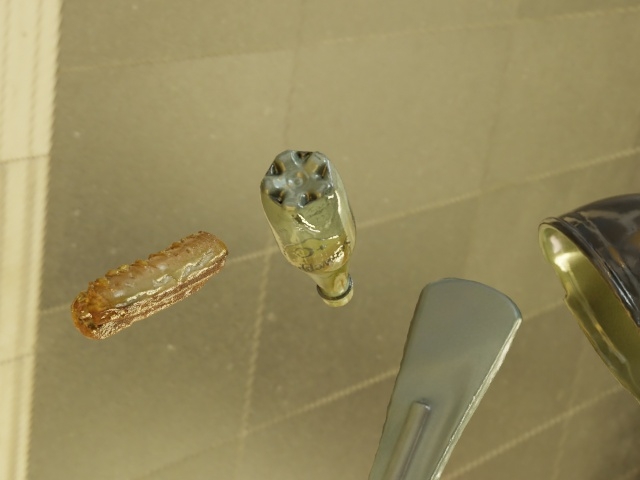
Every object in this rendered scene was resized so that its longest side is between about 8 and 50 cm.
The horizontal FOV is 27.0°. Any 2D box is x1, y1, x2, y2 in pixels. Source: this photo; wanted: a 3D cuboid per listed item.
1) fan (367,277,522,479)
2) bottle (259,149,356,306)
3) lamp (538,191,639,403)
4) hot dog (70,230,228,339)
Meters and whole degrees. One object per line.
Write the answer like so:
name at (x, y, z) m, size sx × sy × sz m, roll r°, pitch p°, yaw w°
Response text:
fan at (0.034, 0.150, 0.675) m, size 0.023 × 0.057 × 0.282 m, roll 52°, pitch 57°, yaw -66°
bottle at (0.000, 0.000, 1.355) m, size 0.083 × 0.083 × 0.269 m, roll -54°, pitch 156°, yaw -16°
lamp at (0.269, -0.013, 0.840) m, size 0.227 × 0.147 × 0.172 m, roll -31°, pitch 111°, yaw -3°
hot dog at (-0.150, 0.039, 1.163) m, size 0.165 × 0.045 × 0.071 m, roll -27°, pitch 172°, yaw -46°
